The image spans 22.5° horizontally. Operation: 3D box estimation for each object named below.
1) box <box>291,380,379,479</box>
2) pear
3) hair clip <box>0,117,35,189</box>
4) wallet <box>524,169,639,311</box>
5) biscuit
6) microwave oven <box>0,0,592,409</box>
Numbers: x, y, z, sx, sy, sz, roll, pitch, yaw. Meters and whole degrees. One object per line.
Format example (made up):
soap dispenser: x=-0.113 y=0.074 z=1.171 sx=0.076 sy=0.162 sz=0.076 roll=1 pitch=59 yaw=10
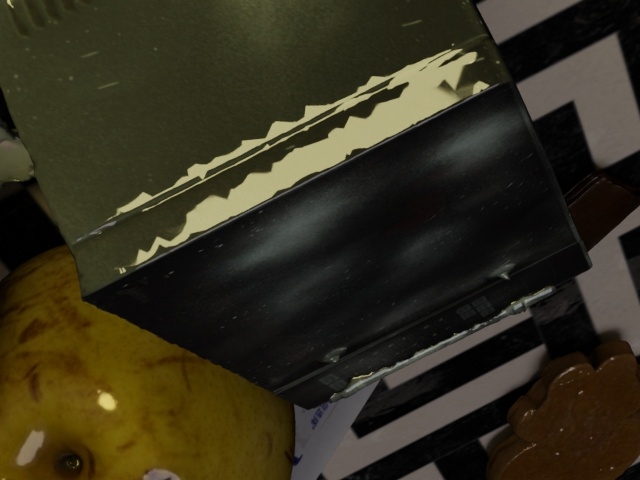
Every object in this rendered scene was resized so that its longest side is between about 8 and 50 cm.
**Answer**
box: x=-0.058 y=0.124 z=1.377 sx=0.097 sy=0.168 sz=0.265 roll=29 pitch=93 yaw=-42
pear: x=-0.148 y=0.134 z=1.181 sx=0.281 sy=0.280 sz=0.280 roll=-14 pitch=139 yaw=-13
hair clip: x=-0.301 y=-0.054 z=1.220 sx=0.172 sy=0.049 sz=0.116 roll=-31 pitch=145 yaw=2
wallet: x=0.230 y=0.000 z=1.570 sx=0.176 sy=0.026 sz=0.095 roll=-44 pitch=143 yaw=22
biscuit: x=0.282 y=0.213 z=1.814 sx=0.202 sy=0.044 sz=0.288 roll=-16 pitch=138 yaw=-12
microwave oven: x=-0.022 y=-0.113 z=1.000 sx=0.236 sy=0.374 sz=0.432 roll=-26 pitch=161 yaw=7
